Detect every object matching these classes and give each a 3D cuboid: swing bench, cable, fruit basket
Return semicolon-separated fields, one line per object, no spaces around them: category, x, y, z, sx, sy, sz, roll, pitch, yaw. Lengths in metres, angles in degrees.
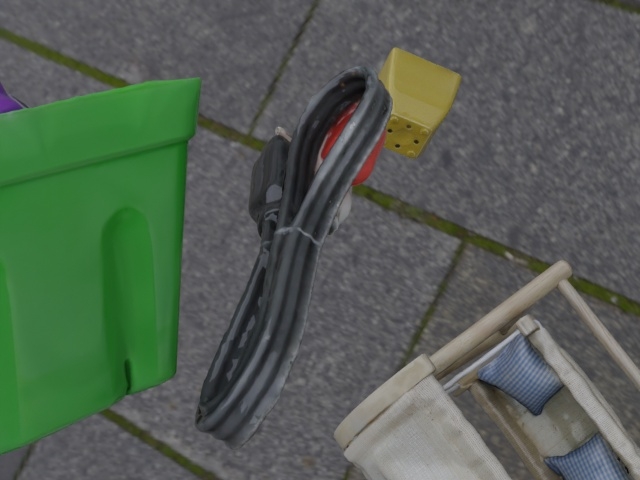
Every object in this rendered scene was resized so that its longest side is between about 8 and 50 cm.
swing bench;0.190;0.204;1.140;0.254;0.165;0.253;-32;75;-21
cable;0.000;0.000;0.697;0.139;0.072;0.287;-42;25;26
fruit basket;-0.280;-0.067;0.657;0.392;0.283;0.392;12;111;35

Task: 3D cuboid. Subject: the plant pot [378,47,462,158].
plant pot;0.091;-0.134;1.272;0.081;0.081;0.083;22;47;-7
